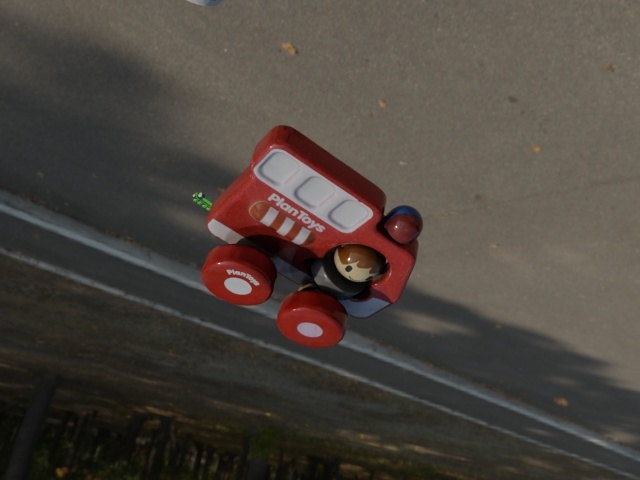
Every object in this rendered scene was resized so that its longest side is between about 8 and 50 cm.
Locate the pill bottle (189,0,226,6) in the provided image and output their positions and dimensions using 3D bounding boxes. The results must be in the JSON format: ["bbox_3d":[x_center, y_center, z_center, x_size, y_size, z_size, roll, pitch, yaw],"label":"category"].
[{"bbox_3d":[-0.065,-0.294,0.515,0.112,0.112,0.187,28,135,-35],"label":"pill bottle"}]

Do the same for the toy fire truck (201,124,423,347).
[{"bbox_3d":[0.000,0.000,0.864,0.302,0.169,0.254,33,138,-19],"label":"toy fire truck"}]

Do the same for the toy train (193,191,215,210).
[{"bbox_3d":[-0.209,-0.068,1.204,0.024,0.017,0.083,-13,149,28],"label":"toy train"}]
